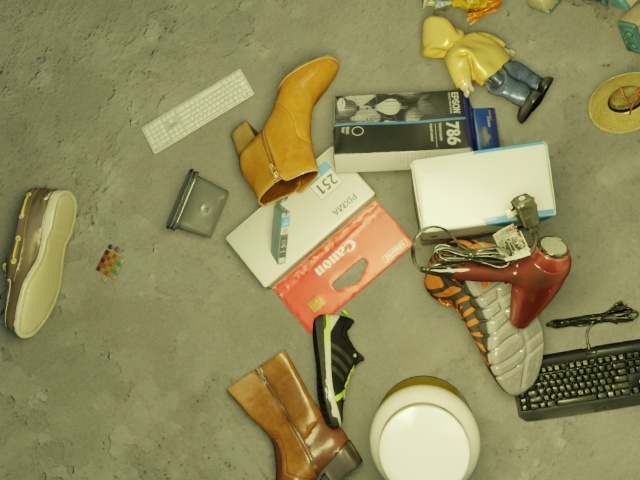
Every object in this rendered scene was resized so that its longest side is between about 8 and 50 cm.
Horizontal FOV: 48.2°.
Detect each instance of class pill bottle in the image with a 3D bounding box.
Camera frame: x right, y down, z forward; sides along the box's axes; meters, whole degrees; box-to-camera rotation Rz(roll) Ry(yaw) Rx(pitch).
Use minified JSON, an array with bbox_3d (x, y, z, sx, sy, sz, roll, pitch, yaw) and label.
[{"bbox_3d":[0.183,0.344,1.264,0.188,0.334,0.188,-1,83,8],"label":"pill bottle"}]

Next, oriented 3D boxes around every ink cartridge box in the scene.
[{"bbox_3d":[0.000,0.000,1.466,0.296,0.066,0.261,-41,79,2],"label":"ink cartridge box"},{"bbox_3d":[0.284,-0.075,1.311,0.223,0.307,0.129,-9,85,7],"label":"ink cartridge box"},{"bbox_3d":[0.192,-0.220,1.425,0.333,0.065,0.165,-2,55,4],"label":"ink cartridge box"}]

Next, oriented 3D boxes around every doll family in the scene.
[{"bbox_3d":[0.290,-0.525,1.451,0.163,0.118,0.263,3,48,3],"label":"doll family"}]

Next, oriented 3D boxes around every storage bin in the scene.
[{"bbox_3d":[-0.257,-0.070,1.505,0.091,0.098,0.135,24,87,-18],"label":"storage bin"}]

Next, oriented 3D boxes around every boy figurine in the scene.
[{"bbox_3d":[0.316,-0.350,1.436,0.285,0.092,0.177,34,58,12],"label":"boy figurine"}]

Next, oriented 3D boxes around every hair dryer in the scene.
[{"bbox_3d":[0.303,0.044,1.201,0.223,0.293,0.080,-21,36,28],"label":"hair dryer"}]

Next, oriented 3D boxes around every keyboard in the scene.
[{"bbox_3d":[-0.269,-0.282,1.563,0.256,0.014,0.072,-30,80,4],"label":"keyboard"},{"bbox_3d":[0.526,0.229,1.382,0.317,0.033,0.201,-11,82,6],"label":"keyboard"}]

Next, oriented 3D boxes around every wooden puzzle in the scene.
[{"bbox_3d":[-0.456,0.052,1.556,0.049,0.006,0.083,27,88,10],"label":"wooden puzzle"}]

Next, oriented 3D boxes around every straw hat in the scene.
[{"bbox_3d":[0.602,-0.285,1.410,0.144,0.144,0.061,4,43,9],"label":"straw hat"}]

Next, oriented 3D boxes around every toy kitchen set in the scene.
[{"bbox_3d":[0.549,-0.458,1.440,0.122,0.166,0.207,-47,43,0],"label":"toy kitchen set"}]

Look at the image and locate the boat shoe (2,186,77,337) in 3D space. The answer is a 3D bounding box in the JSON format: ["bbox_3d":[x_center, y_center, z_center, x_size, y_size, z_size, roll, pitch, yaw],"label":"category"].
[{"bbox_3d":[-0.616,0.043,1.529,0.097,0.116,0.324,10,81,14],"label":"boat shoe"}]

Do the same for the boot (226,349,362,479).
[{"bbox_3d":[-0.099,0.401,1.421,0.264,0.096,0.280,-40,79,3],"label":"boot"}]

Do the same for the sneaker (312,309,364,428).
[{"bbox_3d":[0.042,0.248,1.408,0.097,0.084,0.234,-2,69,-9],"label":"sneaker"}]

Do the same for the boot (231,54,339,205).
[{"bbox_3d":[-0.041,-0.216,1.447,0.295,0.104,0.211,-39,56,14],"label":"boot"}]

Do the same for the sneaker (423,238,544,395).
[{"bbox_3d":[0.309,0.136,1.375,0.124,0.180,0.321,-25,105,-20],"label":"sneaker"}]
